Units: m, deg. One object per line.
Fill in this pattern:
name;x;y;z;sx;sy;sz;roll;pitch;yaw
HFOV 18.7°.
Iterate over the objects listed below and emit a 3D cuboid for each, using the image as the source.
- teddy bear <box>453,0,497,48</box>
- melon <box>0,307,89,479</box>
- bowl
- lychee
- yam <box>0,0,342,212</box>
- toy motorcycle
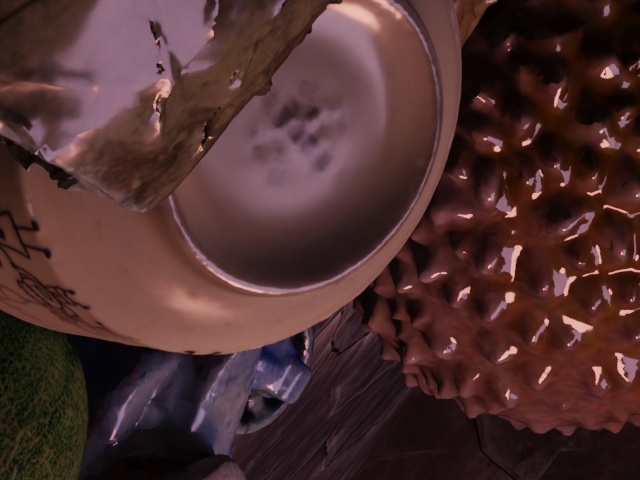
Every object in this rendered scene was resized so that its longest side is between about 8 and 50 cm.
teddy bear;-0.019;-0.100;0.934;0.256;0.156;0.267;-52;168;7
melon;-0.221;0.128;0.824;0.287;0.182;0.182;-52;170;-8
bowl;-0.039;-0.057;0.754;0.238;0.126;0.237;-12;112;-30
lychee;0.177;-0.055;1.308;0.380;0.380;0.432;-49;156;-5
yam;-0.049;-0.153;0.560;0.271;0.201;0.202;-57;170;2
toy motorcycle;-0.115;0.097;1.134;0.319;0.182;0.241;-42;167;-29
